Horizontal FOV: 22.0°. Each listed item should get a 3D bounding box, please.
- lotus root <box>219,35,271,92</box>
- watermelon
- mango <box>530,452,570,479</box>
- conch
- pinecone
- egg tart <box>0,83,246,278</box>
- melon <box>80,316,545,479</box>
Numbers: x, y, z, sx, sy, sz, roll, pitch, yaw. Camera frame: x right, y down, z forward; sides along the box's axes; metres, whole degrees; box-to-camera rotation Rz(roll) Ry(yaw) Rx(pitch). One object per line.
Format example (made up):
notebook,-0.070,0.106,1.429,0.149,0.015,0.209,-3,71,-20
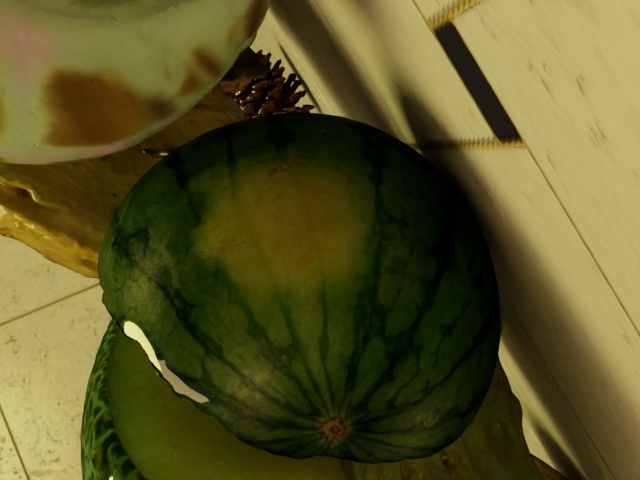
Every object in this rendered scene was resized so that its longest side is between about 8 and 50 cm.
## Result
lotus root,-0.128,-0.201,1.224,0.154,0.140,0.257,1,-120,-53
watermelon,0.002,0.004,0.815,0.204,0.127,0.232,23,-154,-7
mango,0.149,0.249,1.115,0.195,0.142,0.332,53,179,-40
conch,-0.118,-0.152,0.788,0.368,0.249,0.197,14,134,51
pinecone,-0.047,-0.121,1.405,0.077,0.077,0.083,68,-175,-81
egg tart,-0.143,-0.071,1.059,0.294,0.123,0.294,26,-164,-8
melon,-0.007,0.132,0.887,0.343,0.226,0.331,-5,-90,-51
